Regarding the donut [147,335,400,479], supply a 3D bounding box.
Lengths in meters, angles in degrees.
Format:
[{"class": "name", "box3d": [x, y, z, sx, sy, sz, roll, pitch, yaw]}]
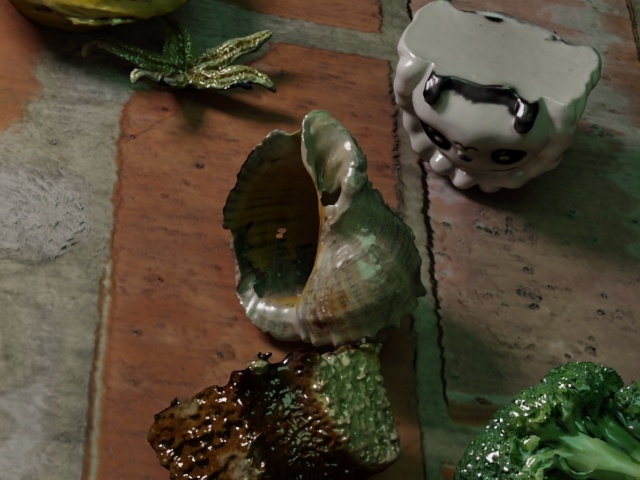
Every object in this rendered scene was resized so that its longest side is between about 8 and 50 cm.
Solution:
[{"class": "donut", "box3d": [-0.028, 0.165, 1.312, 0.186, 0.144, 0.126, 6, 50, -46]}]

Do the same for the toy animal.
[{"class": "toy animal", "box3d": [0.181, -0.148, 1.640, 0.208, 0.156, 0.204, 17, 47, 10]}]

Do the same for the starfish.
[{"class": "starfish", "box3d": [-0.152, -0.203, 1.657, 0.208, 0.053, 0.176, -1, 39, -21]}]

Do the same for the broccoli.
[{"class": "broccoli", "box3d": [0.240, 0.228, 1.241, 0.270, 0.270, 0.270, 6, 80, -34]}]

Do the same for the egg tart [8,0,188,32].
[{"class": "egg tart", "box3d": [-0.268, -0.318, 1.686, 0.294, 0.116, 0.295, 11, 45, -11]}]

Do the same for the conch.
[{"class": "conch", "box3d": [0.000, 0.000, 1.431, 0.178, 0.245, 0.163, -11, 14, -3]}]
